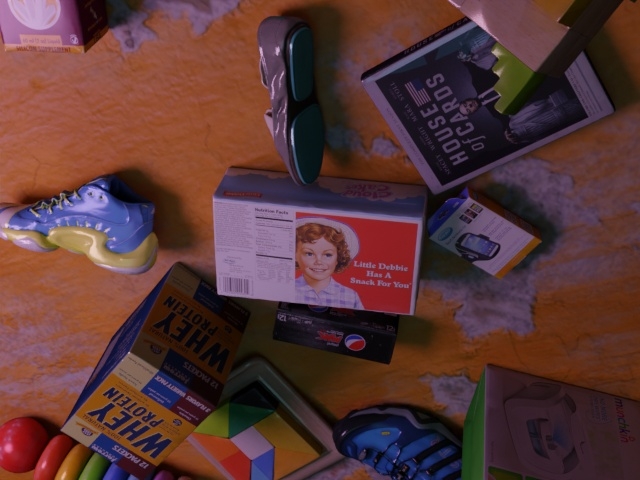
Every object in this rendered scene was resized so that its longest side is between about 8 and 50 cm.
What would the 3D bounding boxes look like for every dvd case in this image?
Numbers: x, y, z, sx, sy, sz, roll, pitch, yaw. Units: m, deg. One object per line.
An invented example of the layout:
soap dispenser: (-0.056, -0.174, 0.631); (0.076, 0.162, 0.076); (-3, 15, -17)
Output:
dvd case: (0.193, -0.173, 1.080); (0.239, 0.029, 0.179); (-26, 114, 24)

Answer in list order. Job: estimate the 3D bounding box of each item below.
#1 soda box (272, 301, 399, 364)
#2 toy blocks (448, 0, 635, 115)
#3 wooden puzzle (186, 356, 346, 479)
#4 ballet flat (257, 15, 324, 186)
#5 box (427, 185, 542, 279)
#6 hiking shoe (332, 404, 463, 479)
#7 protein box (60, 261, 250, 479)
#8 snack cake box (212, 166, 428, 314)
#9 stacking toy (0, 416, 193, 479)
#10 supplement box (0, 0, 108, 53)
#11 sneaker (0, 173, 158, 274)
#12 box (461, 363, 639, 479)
soda box: (0.022, 0.119, 1.289); (0.169, 0.053, 0.060); (12, 125, 4)
toy blocks: (0.205, -0.346, 0.851); (0.261, 0.191, 0.381); (45, 113, 16)
wooden puzzle: (-0.099, 0.306, 1.441); (0.221, 0.044, 0.238); (-35, 111, 28)
ballet flat: (-0.038, -0.168, 1.115); (0.068, 0.072, 0.213); (19, 129, 32)
box: (0.201, -0.012, 1.173); (0.136, 0.028, 0.081); (30, 124, -18)
hiking shoe: (0.161, 0.337, 1.357); (0.304, 0.132, 0.113); (18, 124, -1)
protein box: (-0.225, 0.180, 1.287); (0.136, 0.201, 0.200); (36, 122, -13)
snack cake box: (0.000, 0.000, 1.194); (0.264, 0.089, 0.152); (6, 122, 7)
stacking toy: (-0.378, 0.386, 1.501); (0.330, 0.141, 0.141); (26, 124, -2)
supplement box: (-0.316, -0.315, 1.053); (0.104, 0.081, 0.188); (3, 123, 9)
sneaker: (-0.326, -0.042, 1.246); (0.240, 0.091, 0.126); (15, 106, 1)
box: (0.312, 0.320, 1.239); (0.231, 0.262, 0.126); (14, 124, 3)
